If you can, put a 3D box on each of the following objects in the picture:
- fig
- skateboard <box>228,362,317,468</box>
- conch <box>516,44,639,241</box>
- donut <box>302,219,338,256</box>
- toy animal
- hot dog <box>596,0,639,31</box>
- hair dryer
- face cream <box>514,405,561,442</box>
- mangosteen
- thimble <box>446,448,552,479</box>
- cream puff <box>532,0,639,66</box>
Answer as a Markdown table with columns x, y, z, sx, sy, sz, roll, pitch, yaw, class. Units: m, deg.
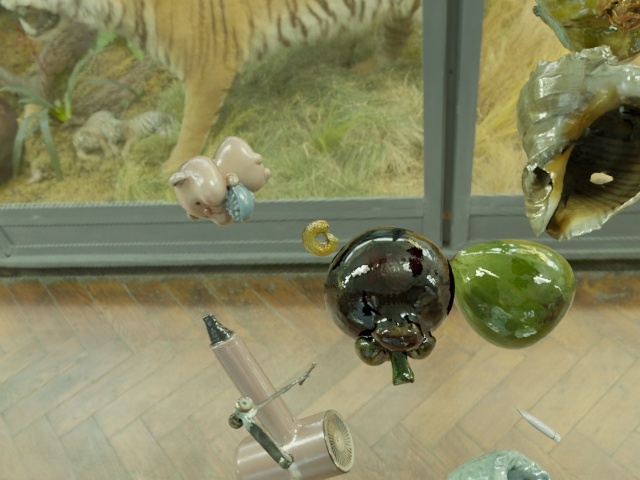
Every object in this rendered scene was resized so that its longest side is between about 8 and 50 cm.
| x | y | z | sx | sy | sz | roll | pitch | yaw | class |
| --- | --- | --- | --- | --- | --- | --- | --- | --- | --- |
| 0.481 | 0.123 | 1.561 | 0.316 | 0.316 | 0.316 | -5 | 46 | 5 | fig |
| -0.024 | 0.136 | 0.478 | 0.064 | 0.032 | 0.083 | 40 | 39 | 19 | skateboard |
| 0.443 | -0.157 | 0.968 | 0.186 | 0.324 | 0.263 | 0 | 10 | -38 | conch |
| 0.000 | 0.000 | 1.686 | 0.097 | 0.108 | 0.043 | -39 | 20 | -3 | donut |
| -0.262 | -0.165 | 1.590 | 0.230 | 0.210 | 0.221 | 9 | 65 | 16 | toy animal |
| 0.419 | -0.346 | 0.753 | 0.072 | 0.188 | 0.055 | 33 | 40 | 8 | hot dog |
| -0.104 | 0.258 | 0.968 | 0.189 | 0.344 | 0.106 | -23 | 18 | 21 | hair dryer |
| 0.443 | 0.375 | 1.226 | 0.020 | 0.115 | 0.038 | -54 | 11 | 8 | face cream |
| 0.149 | 0.119 | 1.310 | 0.297 | 0.296 | 0.313 | -1 | 27 | 9 | mangosteen |
| 0.371 | 0.547 | 1.232 | 0.172 | 0.205 | 0.250 | -35 | 7 | 35 | thimble |
| 0.551 | -0.480 | 1.124 | 0.270 | 0.323 | 0.274 | -39 | 71 | 26 | cream puff |
